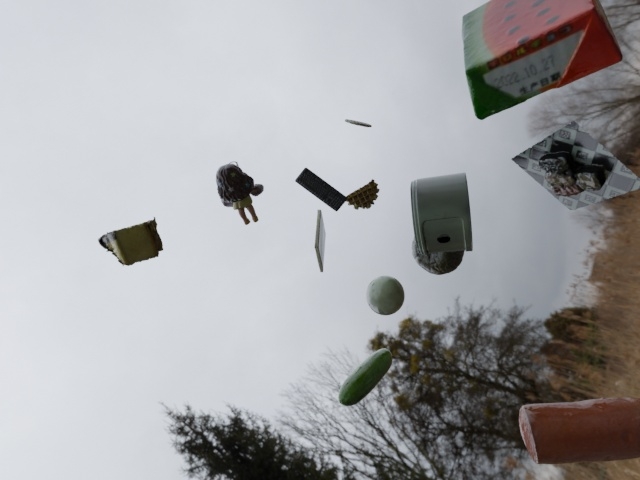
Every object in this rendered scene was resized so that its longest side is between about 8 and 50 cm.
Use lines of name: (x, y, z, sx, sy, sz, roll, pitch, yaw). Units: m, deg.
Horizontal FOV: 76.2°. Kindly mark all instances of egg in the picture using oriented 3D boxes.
egg: (0.191, 0.163, 1.203, 0.114, 0.114, 0.152, -63, -17, -18)

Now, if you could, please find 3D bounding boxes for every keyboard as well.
keyboard: (0.002, -0.144, 1.143, 0.053, 0.155, 0.010, -52, -13, -3)

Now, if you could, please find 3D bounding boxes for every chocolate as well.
chocolate: (0.557, -0.549, 1.097, 0.161, 0.342, 0.359, 41, -134, -36)

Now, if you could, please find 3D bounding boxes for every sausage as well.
sausage: (0.536, 0.372, 0.802, 0.113, 0.260, 0.113, -6, -90, -85)

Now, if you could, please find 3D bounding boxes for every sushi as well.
sushi: (0.606, -0.155, 1.001, 0.220, 0.231, 0.047, 41, -103, 0)

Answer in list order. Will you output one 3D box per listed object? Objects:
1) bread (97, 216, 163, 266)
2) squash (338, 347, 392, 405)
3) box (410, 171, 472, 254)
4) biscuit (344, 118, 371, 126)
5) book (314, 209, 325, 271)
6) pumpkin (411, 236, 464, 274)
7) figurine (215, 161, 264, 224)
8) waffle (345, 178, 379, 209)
bread: (-0.585, 0.004, 1.262, 0.147, 0.152, 0.127, -26, -69, -50)
squash: (0.155, 0.432, 1.319, 0.293, 0.082, 0.082, -26, -61, -47)
box: (0.351, -0.074, 1.179, 0.226, 0.150, 0.225, -6, -90, -72)
biscuit: (0.198, -0.614, 2.143, 0.152, 0.152, 0.020, -13, -58, -49)
book: (0.000, 0.000, 1.772, 0.162, 0.022, 0.231, 79, -170, -45)
pumpkin: (0.486, 0.034, 1.700, 0.157, 0.224, 0.223, -1, -79, -50)
figurine: (-0.302, -0.173, 1.507, 0.115, 0.175, 0.239, -101, -10, -54)
waffle: (0.226, -0.249, 2.168, 0.191, 0.161, 0.046, -64, 3, -11)
